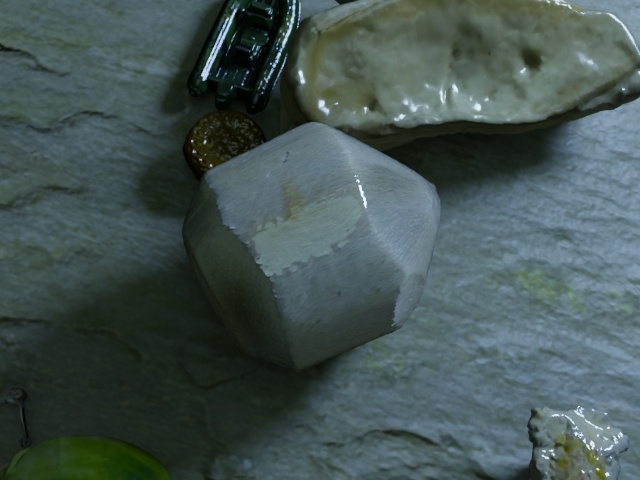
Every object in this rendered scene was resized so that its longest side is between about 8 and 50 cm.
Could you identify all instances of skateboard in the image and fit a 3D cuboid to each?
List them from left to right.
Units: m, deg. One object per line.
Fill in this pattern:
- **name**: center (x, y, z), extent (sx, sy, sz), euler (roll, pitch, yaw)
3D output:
- **skateboard**: center (-0.350, 0.192, 1.034), extent (0.083, 0.032, 0.063), euler (-9, 78, -9)

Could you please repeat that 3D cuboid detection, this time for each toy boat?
- **toy boat**: center (-0.088, -0.246, 1.215), extent (0.104, 0.052, 0.210), euler (18, 68, 8)

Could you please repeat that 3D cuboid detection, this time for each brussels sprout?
- **brussels sprout**: center (-0.229, 0.269, 0.943), extent (0.181, 0.144, 0.161), euler (-10, 71, -4)

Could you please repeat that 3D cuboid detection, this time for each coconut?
- **coconut**: center (0.000, 0.000, 1.019), extent (0.266, 0.237, 0.237), euler (-23, 70, -13)

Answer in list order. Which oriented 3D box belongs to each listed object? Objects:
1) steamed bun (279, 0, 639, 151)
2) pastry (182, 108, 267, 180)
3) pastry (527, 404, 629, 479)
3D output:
- **steamed bun**: center (0.144, -0.240, 1.175), extent (0.428, 0.189, 0.247), euler (-10, 97, -6)
- **pastry**: center (-0.110, -0.105, 1.152), extent (0.097, 0.057, 0.109), euler (13, 68, 1)
- **pastry**: center (0.245, 0.293, 0.978), extent (0.122, 0.089, 0.258), euler (11, 61, -7)
